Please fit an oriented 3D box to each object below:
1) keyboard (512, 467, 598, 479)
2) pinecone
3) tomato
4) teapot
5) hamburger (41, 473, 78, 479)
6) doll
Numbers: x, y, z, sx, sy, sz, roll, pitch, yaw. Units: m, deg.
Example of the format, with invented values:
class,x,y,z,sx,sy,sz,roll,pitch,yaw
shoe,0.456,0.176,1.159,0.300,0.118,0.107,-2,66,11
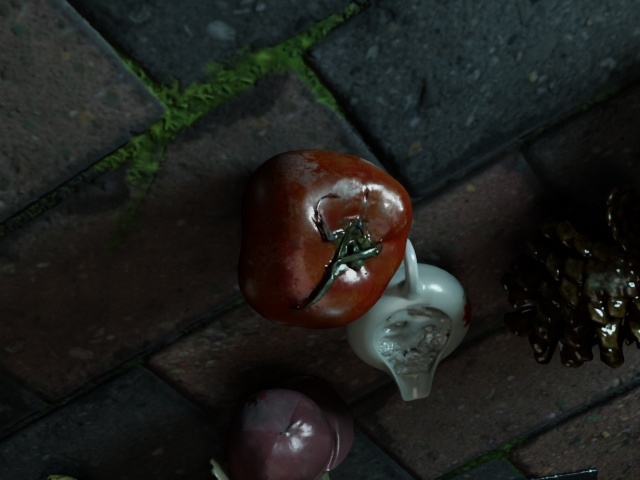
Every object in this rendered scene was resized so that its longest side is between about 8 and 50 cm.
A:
class,x,y,z,sx,sy,sz,roll,pitch,yaw
keyboard,0.317,0.372,1.587,0.195,0.018,0.060,-7,127,-7
pinecone,0.292,0.050,1.164,0.212,0.185,0.168,-18,151,27
tomato,0.000,0.000,1.055,0.187,0.151,0.187,-1,92,-28
teapot,0.096,0.079,1.201,0.145,0.092,0.226,-14,133,-4
hamburger,-0.326,0.367,1.386,0.102,0.087,0.176,1,126,-31
doll,-0.050,0.276,1.315,0.152,0.196,0.256,21,141,18
